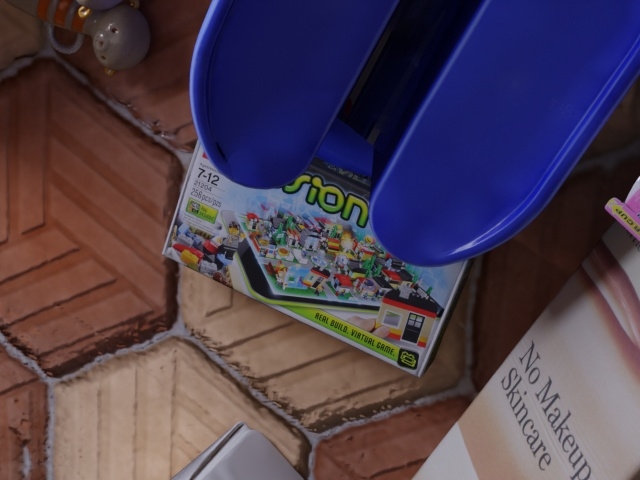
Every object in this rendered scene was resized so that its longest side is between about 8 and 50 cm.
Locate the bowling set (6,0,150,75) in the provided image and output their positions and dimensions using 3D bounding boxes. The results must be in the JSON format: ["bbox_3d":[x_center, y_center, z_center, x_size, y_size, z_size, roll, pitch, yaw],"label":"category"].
[{"bbox_3d":[-0.140,-0.215,0.852,0.154,0.200,0.287,32,119,6],"label":"bowling set"}]

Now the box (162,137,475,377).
[{"bbox_3d":[0.000,0.000,0.952,0.207,0.036,0.114,24,114,12],"label":"box"}]

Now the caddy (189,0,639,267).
[{"bbox_3d":[0.067,-0.154,0.797,0.241,0.179,0.341,26,127,-6],"label":"caddy"}]

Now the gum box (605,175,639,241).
[{"bbox_3d":[0.242,-0.014,0.757,0.107,0.188,0.062,45,119,18],"label":"gum box"}]

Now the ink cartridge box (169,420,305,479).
[{"bbox_3d":[-0.099,0.301,1.046,0.198,0.115,0.273,48,117,1],"label":"ink cartridge box"}]

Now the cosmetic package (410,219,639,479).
[{"bbox_3d":[0.182,0.136,0.843,0.129,0.153,0.296,19,118,-27],"label":"cosmetic package"}]
